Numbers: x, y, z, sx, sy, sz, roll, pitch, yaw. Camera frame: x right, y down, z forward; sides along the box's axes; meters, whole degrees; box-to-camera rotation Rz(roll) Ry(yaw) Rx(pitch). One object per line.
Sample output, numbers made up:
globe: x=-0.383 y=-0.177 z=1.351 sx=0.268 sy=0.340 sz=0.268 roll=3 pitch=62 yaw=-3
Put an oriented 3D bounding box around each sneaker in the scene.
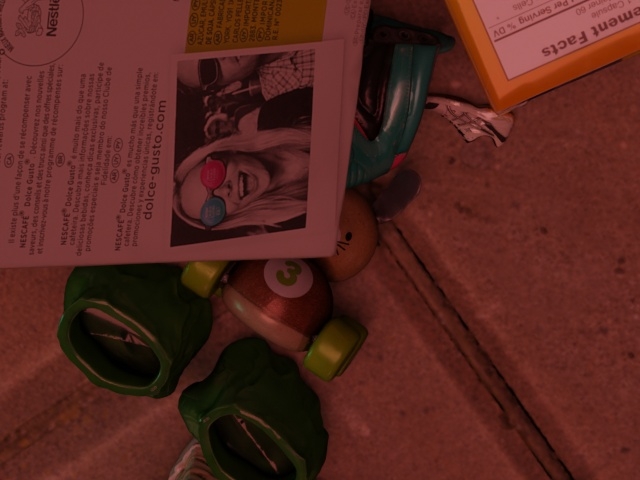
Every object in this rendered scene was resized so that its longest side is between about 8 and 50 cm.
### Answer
sneaker: x=0.019 y=-0.180 z=1.616 sx=0.178 sy=0.124 sz=0.295 roll=-5 pitch=83 yaw=-16
sneaker: x=0.125 y=-0.103 z=1.672 sx=0.083 sy=0.032 sz=0.037 roll=15 pitch=105 yaw=0

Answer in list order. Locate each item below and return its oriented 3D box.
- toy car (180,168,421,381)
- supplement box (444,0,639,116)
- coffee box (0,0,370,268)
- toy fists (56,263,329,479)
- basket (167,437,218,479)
toy car: x=0.000 y=0.000 z=1.660 sx=0.155 sy=0.149 sz=0.188 roll=34 pitch=93 yaw=6
supplement box: x=0.155 y=-0.309 z=1.534 sx=0.194 sy=0.195 sz=0.356 roll=-23 pitch=101 yaw=9
coffee box: x=-0.190 y=-0.189 z=1.451 sx=0.334 sy=0.337 sz=0.338 roll=-2 pitch=108 yaw=-35
toy fists: x=-0.109 y=0.115 z=1.690 sx=0.279 sy=0.142 sz=0.096 roll=38 pitch=117 yaw=-6
basket: x=-0.053 y=0.405 z=1.696 sx=0.331 sy=0.266 sz=0.328 roll=28 pitch=105 yaw=-2
